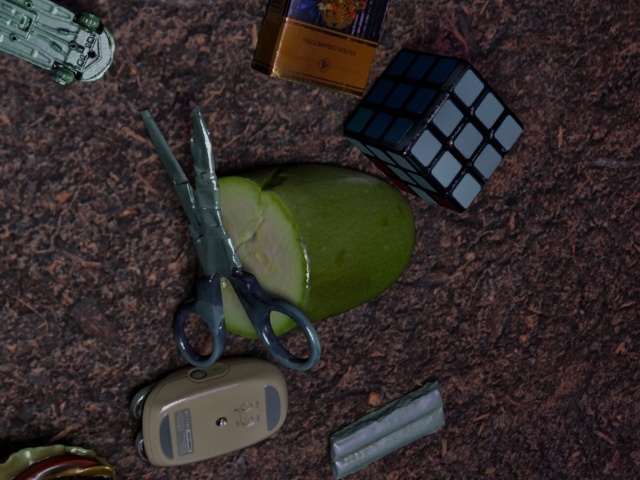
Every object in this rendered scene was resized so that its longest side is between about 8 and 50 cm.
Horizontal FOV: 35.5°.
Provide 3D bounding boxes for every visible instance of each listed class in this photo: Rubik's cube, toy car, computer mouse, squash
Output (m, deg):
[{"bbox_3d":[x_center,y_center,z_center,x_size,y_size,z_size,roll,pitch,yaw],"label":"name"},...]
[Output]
[{"bbox_3d":[0.159,-0.159,1.423,0.163,0.162,0.161,40,84,-35],"label":"Rubik's cube"},{"bbox_3d":[-0.337,-0.250,1.189,0.186,0.058,0.093,23,99,-21],"label":"toy car"},{"bbox_3d":[-0.161,0.249,1.472,0.236,0.082,0.145,-14,117,-21],"label":"computer mouse"},{"bbox_3d":[0.000,0.000,1.472,0.309,0.210,0.234,-21,121,-52],"label":"squash"}]

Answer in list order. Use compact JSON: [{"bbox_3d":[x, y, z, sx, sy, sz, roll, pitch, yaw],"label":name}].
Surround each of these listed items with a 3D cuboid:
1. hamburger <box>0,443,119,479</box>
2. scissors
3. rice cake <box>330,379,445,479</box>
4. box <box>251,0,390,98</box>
[{"bbox_3d":[-0.370,0.404,1.344,0.274,0.212,0.275,-16,121,-29],"label":"hamburger"},{"bbox_3d":[-0.148,0.003,1.336,0.029,0.256,0.384,-36,113,-48],"label":"scissors"},{"bbox_3d":[0.112,0.317,1.671,0.226,0.040,0.085,-24,120,-18],"label":"rice cake"},{"bbox_3d":[0.014,-0.323,1.342,0.152,0.070,0.237,8,107,-31],"label":"box"}]
